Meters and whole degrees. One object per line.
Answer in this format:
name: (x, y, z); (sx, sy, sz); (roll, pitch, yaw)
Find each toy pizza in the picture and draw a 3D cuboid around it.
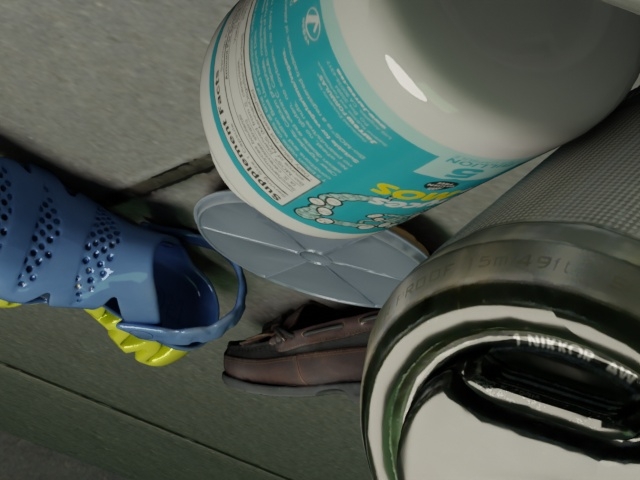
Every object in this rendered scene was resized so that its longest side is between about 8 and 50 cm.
toy pizza: (0.000, 0.000, 1.155); (0.201, 0.032, 0.201); (16, 161, 6)

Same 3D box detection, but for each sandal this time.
sandal: (-0.178, 0.012, 1.221); (0.138, 0.126, 0.317); (-8, 158, 43)

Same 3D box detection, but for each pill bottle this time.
pill bottle: (0.031, -0.084, 0.728); (0.146, 0.146, 0.264); (23, 160, -18)

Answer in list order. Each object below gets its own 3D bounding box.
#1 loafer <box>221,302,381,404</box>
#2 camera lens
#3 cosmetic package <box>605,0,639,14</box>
loafer: (0.018, 0.092, 1.345); (0.109, 0.095, 0.302); (-7, -176, -40)
camera lens: (0.167, 0.051, 0.659); (0.219, 0.274, 0.219); (22, 129, 29)
cosmetic package: (0.230, -0.062, 0.399); (0.284, 0.097, 0.377); (15, -169, -33)
